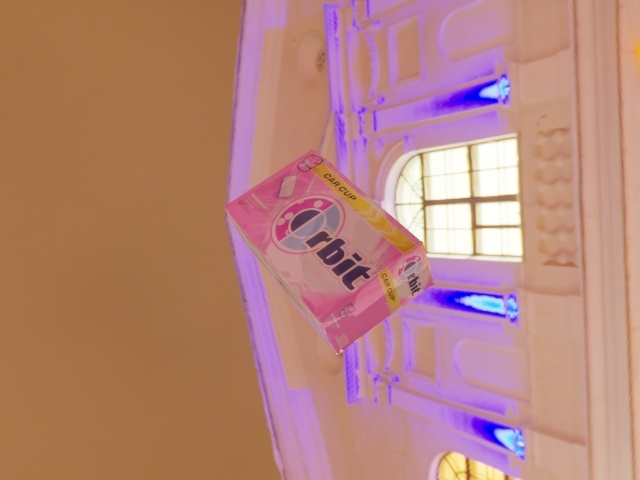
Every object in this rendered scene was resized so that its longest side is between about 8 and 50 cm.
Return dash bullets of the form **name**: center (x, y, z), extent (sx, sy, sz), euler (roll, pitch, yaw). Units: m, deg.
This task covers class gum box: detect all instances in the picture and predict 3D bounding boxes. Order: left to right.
- **gum box**: center (0.000, 0.000, 0.569), extent (0.107, 0.188, 0.062), euler (-35, -42, -10)
